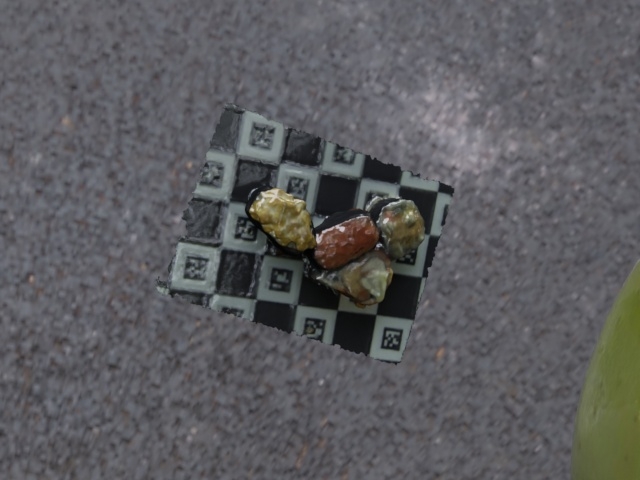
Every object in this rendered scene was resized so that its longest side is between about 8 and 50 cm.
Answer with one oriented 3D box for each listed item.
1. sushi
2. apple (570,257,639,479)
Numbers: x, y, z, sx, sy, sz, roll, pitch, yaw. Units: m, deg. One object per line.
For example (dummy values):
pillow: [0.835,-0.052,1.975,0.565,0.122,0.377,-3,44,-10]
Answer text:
sushi: [0.000,0.000,0.948,0.201,0.031,0.139,18,89,-27]
apple: [0.328,0.110,0.816,0.357,0.357,0.357,9,56,-13]
